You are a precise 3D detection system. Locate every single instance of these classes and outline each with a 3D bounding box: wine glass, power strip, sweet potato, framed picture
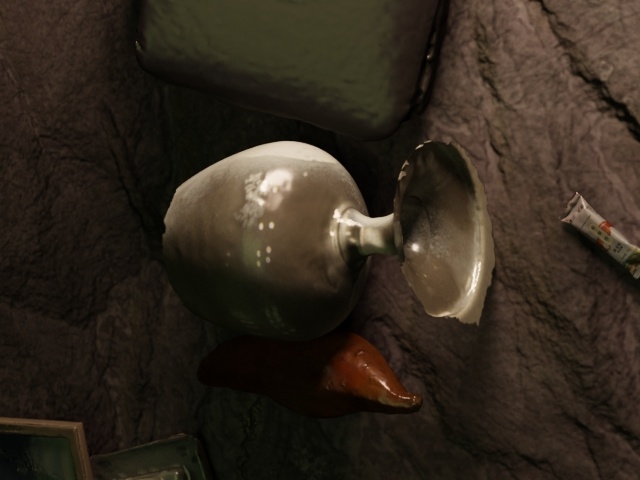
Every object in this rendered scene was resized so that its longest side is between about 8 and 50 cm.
[{"bbox_3d":[0.000,0.000,1.543,0.323,0.238,0.238,-1,97,33],"label":"wine glass"},{"bbox_3d":[-0.217,0.369,1.811,0.198,0.064,0.213,-19,87,29],"label":"power strip"},{"bbox_3d":[-0.011,0.151,1.637,0.359,0.112,0.112,10,103,46],"label":"sweet potato"},{"bbox_3d":[-0.394,0.400,1.912,0.247,0.022,0.335,0,106,30],"label":"framed picture"}]

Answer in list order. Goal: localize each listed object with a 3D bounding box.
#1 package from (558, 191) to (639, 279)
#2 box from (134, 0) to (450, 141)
[{"bbox_3d":[0.304,-0.005,1.486,0.110,0.015,0.037,41,120,20],"label":"package"},{"bbox_3d":[-0.021,-0.315,1.557,0.350,0.091,0.359,15,104,13],"label":"box"}]
